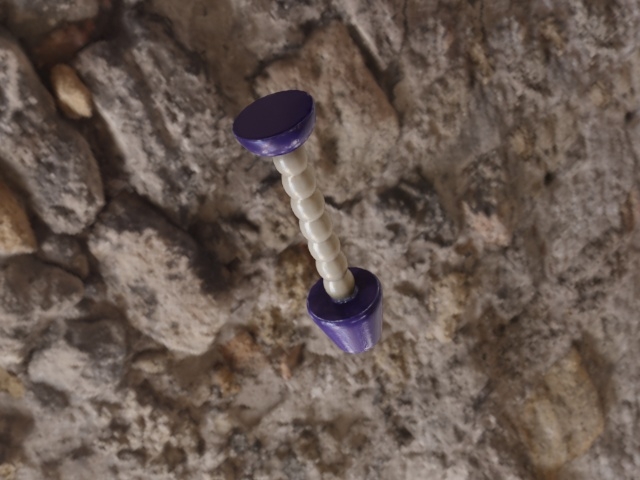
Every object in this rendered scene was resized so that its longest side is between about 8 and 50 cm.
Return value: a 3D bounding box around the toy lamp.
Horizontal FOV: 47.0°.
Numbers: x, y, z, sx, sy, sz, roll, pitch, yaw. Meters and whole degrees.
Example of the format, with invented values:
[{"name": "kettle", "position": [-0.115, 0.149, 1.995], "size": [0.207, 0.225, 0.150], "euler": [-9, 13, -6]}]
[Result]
[{"name": "toy lamp", "position": [0.000, 0.000, 0.669], "size": [0.080, 0.080, 0.274], "euler": [36, 157, 48]}]
